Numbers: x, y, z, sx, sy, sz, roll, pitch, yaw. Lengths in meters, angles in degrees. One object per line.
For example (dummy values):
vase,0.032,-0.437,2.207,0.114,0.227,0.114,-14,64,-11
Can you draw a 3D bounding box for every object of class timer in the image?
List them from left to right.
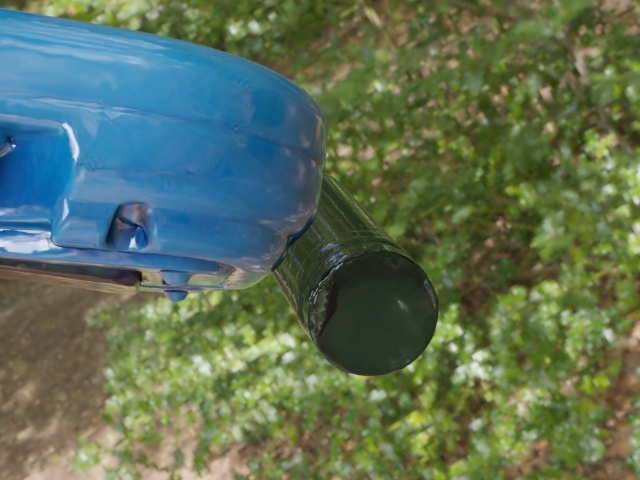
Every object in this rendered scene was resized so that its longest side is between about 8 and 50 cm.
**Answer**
timer,-0.175,-0.039,0.598,0.340,0.115,0.309,8,-8,-7

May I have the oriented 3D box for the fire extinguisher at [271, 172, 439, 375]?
fire extinguisher,0.000,0.000,0.919,0.095,0.114,0.311,-27,20,-4
